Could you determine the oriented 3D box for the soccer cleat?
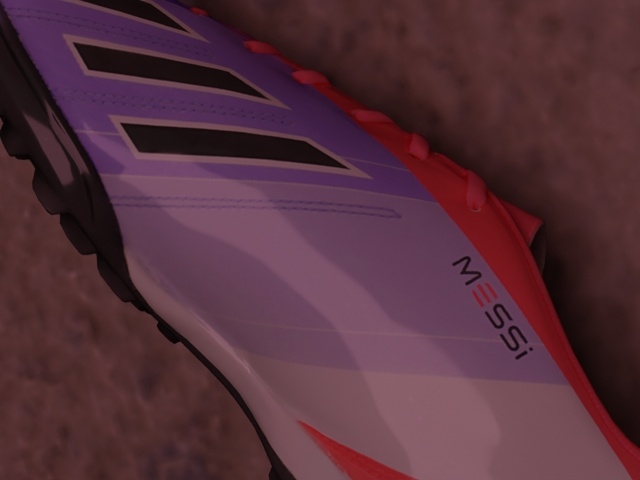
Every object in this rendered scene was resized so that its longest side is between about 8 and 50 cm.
[{"bbox_3d":[0.000,0.000,0.537,0.116,0.108,0.318,-39,78,0],"label":"soccer cleat"}]
